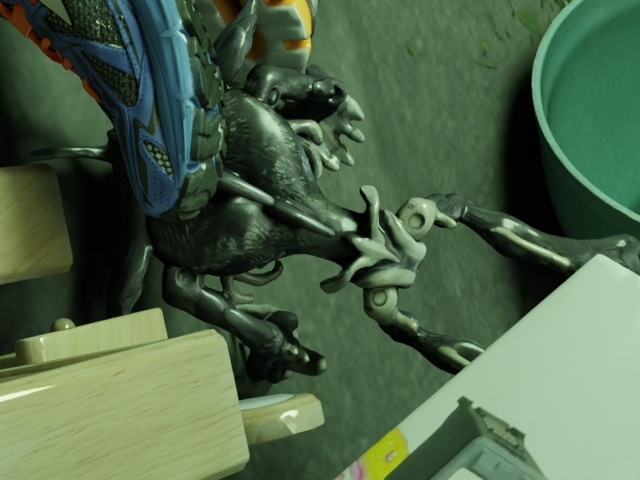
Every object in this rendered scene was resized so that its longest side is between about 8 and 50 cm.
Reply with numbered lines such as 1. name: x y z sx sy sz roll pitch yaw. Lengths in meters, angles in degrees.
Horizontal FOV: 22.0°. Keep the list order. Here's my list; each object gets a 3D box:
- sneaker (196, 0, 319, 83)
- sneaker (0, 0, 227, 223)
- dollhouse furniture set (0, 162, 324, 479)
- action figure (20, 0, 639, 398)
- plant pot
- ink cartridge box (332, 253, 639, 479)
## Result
1. sneaker: -0.057 -0.179 0.781 0.083 0.084 0.215 -66 142 -46
2. sneaker: -0.101 -0.103 0.655 0.083 0.087 0.221 49 16 -78
3. dollhouse furniture set: -0.147 -0.083 0.522 0.303 0.174 0.355 -11 89 -58
4. action figure: 0.000 0.000 0.753 0.276 0.141 0.164 25 82 -10
5. plant pot: 0.288 -0.032 1.106 0.196 0.293 0.293 83 21 -47
6. ink cartridge box: 0.078 0.193 0.670 0.306 0.131 0.226 -40 122 -8
